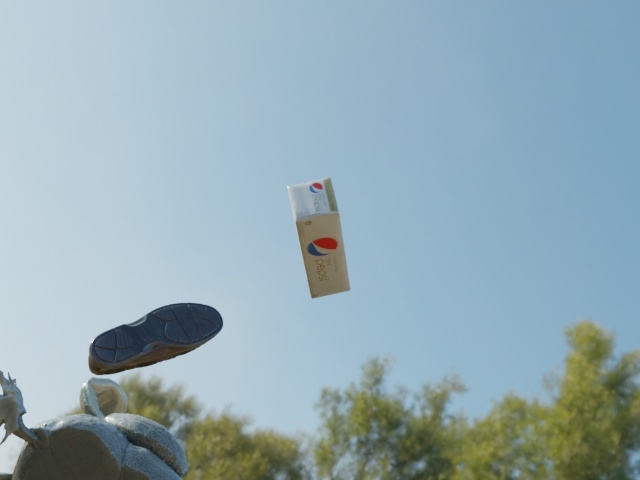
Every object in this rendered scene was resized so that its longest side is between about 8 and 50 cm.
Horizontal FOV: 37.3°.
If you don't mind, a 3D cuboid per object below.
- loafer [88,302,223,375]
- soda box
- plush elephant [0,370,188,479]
[{"bbox_3d":[-0.356,0.213,2.025,0.109,0.303,0.095,61,-35,21],"label":"loafer"},{"bbox_3d":[0.000,0.000,1.483,0.069,0.074,0.216,-13,-36,-1],"label":"soda box"},{"bbox_3d":[-0.309,0.311,1.202,0.330,0.272,0.255,52,-13,4],"label":"plush elephant"}]
